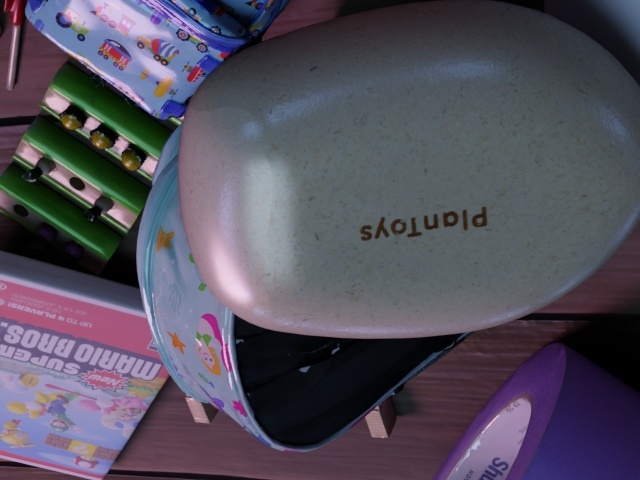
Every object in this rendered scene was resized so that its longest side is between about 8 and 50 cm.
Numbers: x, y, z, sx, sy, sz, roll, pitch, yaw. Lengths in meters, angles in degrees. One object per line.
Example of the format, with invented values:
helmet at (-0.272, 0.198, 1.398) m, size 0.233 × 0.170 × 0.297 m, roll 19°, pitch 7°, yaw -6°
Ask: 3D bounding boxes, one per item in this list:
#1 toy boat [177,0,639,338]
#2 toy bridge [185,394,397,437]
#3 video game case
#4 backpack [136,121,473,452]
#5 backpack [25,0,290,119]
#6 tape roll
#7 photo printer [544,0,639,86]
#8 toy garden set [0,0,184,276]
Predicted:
toy boat at (0.056, -0.102, 0.935) m, size 0.267 × 0.148 × 0.318 m, roll -3°, pitch 116°, yaw -8°
toy bridge at (-0.033, 0.125, 1.428) m, size 0.188 × 0.026 × 0.063 m, roll 2°, pitch 128°, yaw 28°
video game case at (-0.239, 0.109, 1.473) m, size 0.204 × 0.025 × 0.285 m, roll 16°, pitch 142°, yaw -15°
backpack at (0.000, 0.000, 1.127) m, size 0.191 × 0.253 × 0.225 m, roll 25°, pitch 143°, yaw 36°
backpack at (-0.084, -0.183, 1.099) m, size 0.158 × 0.117 × 0.173 m, roll 39°, pitch 134°, yaw -11°
tape roll at (0.131, 0.209, 1.233) m, size 0.090 × 0.275 × 0.275 m, roll 32°, pitch 138°, yaw -4°
photo printer at (0.243, -0.131, 0.953) m, size 0.256 × 0.107 × 0.307 m, roll 20°, pitch 138°, yaw 27°
toy garden set at (-0.214, -0.084, 1.311) m, size 0.204 × 0.049 × 0.244 m, roll 34°, pitch 138°, yaw -4°
